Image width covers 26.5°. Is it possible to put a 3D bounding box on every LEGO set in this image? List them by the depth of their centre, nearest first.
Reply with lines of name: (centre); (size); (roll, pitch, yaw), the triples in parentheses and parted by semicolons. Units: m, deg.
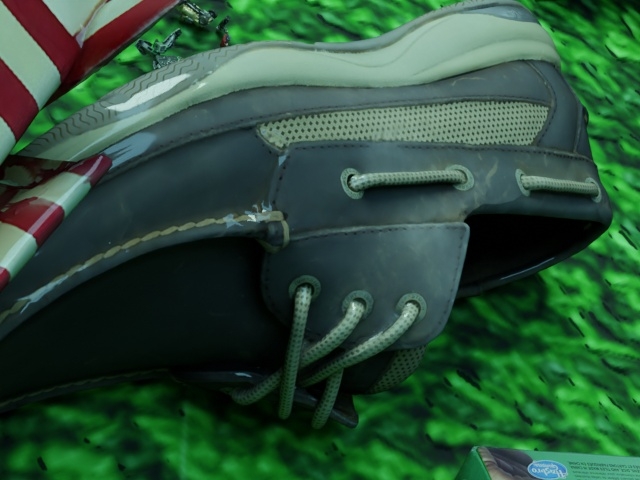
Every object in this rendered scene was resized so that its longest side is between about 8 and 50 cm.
LEGO set: (-0.061, -0.081, 0.641); (0.054, 0.023, 0.083); (33, 36, -6)

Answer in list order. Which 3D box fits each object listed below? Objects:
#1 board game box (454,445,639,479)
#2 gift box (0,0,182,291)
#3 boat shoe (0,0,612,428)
board game box: (0.224, 0.181, 0.544); (0.317, 0.046, 0.213); (7, 36, -23)
gift box: (-0.187, -0.104, 0.375); (0.276, 0.255, 0.258); (-56, 128, -27)
boat shoe: (0.000, 0.000, 0.541); (0.355, 0.132, 0.130); (-24, 71, -36)
